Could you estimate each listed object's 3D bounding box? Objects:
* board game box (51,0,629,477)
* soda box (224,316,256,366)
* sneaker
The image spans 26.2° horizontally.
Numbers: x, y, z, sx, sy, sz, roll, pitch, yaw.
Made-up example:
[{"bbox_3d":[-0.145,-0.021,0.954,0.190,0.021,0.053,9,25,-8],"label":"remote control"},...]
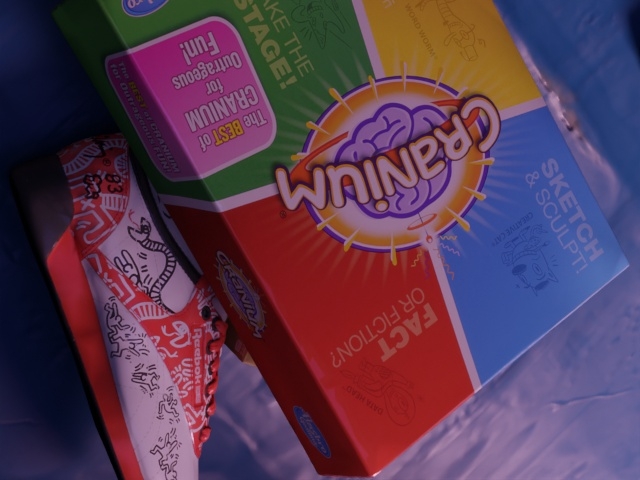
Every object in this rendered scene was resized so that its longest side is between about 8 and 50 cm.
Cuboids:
[{"bbox_3d":[0.024,-0.056,0.829,0.242,0.064,0.316,-35,101,-28],"label":"board game box"},{"bbox_3d":[0.000,0.000,0.916,0.061,0.058,0.181,22,95,-26],"label":"soda box"},{"bbox_3d":[-0.081,0.058,0.855,0.145,0.090,0.270,-20,96,-13],"label":"sneaker"}]
